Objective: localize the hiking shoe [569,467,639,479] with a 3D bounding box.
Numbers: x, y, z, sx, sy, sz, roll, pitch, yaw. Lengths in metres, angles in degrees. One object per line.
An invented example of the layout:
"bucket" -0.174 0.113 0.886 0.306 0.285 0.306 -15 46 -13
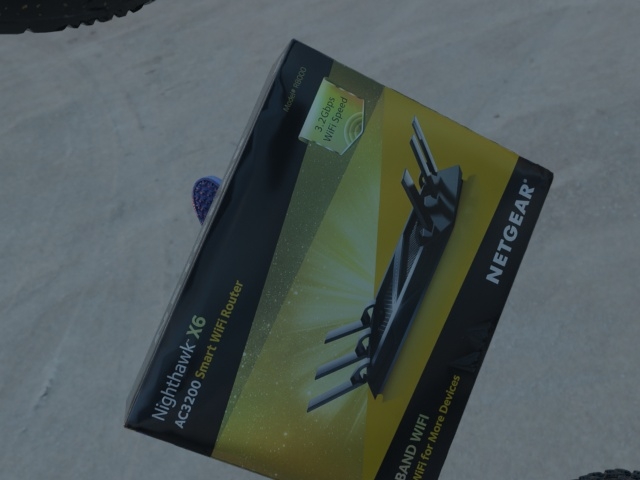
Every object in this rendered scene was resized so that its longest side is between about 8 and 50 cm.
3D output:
"hiking shoe" 0.270 0.308 0.669 0.227 0.114 0.086 -17 -1 16

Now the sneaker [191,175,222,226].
"sneaker" -0.124 -0.016 1.114 0.081 0.232 0.090 -29 12 24

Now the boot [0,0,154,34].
"boot" -0.151 -0.189 0.226 0.118 0.223 0.338 21 36 14

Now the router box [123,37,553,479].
"router box" 0.018 0.037 0.534 0.309 0.243 0.081 -68 13 -6
